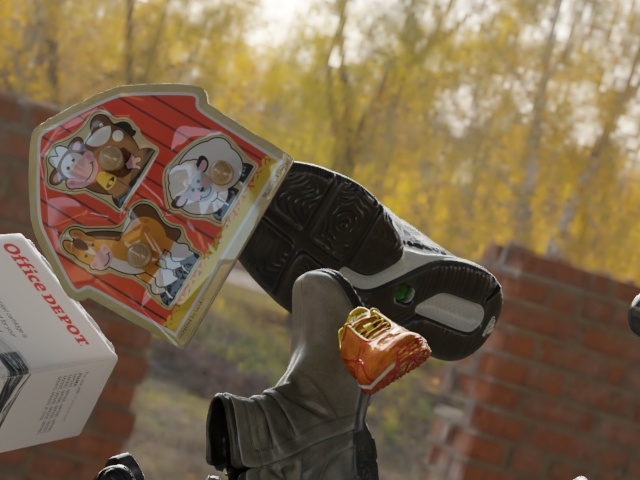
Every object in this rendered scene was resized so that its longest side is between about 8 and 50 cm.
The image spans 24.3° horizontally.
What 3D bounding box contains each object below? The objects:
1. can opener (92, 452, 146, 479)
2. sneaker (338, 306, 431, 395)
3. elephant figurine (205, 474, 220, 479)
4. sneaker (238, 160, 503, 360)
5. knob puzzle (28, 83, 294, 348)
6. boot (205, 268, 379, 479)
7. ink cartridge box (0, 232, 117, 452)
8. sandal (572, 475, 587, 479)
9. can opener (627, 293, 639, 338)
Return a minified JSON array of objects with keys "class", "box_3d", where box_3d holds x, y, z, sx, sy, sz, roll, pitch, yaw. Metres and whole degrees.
[{"class":"can opener","box_3d":[-0.152,0.274,1.258,0.059,0.186,0.073,-13,3,45]},{"class":"sneaker","box_3d":[0.044,0.090,1.248,0.064,0.067,0.175,-29,1,-14]},{"class":"elephant figurine","box_3d":[-0.189,0.386,1.744,0.239,0.169,0.186,14,14,-45]},{"class":"sneaker","box_3d":[0.000,0.001,1.821,0.447,0.169,0.257,29,3,-40]},{"class":"knob puzzle","box_3d":[-0.145,-0.039,1.144,0.213,0.213,0.030,17,-5,11]},{"class":"boot","box_3d":[-0.031,0.144,1.361,0.161,0.247,0.083,3,-14,-39]},{"class":"ink cartridge box","box_3d":[-0.312,0.088,1.195,0.237,0.100,0.172,-6,43,-46]},{"class":"sandal","box_3d":[0.249,0.301,1.389,0.102,0.076,0.265,58,6,-4]},{"class":"can opener","box_3d":[0.238,0.045,0.712,0.095,0.076,0.283,26,-1,-29]}]
